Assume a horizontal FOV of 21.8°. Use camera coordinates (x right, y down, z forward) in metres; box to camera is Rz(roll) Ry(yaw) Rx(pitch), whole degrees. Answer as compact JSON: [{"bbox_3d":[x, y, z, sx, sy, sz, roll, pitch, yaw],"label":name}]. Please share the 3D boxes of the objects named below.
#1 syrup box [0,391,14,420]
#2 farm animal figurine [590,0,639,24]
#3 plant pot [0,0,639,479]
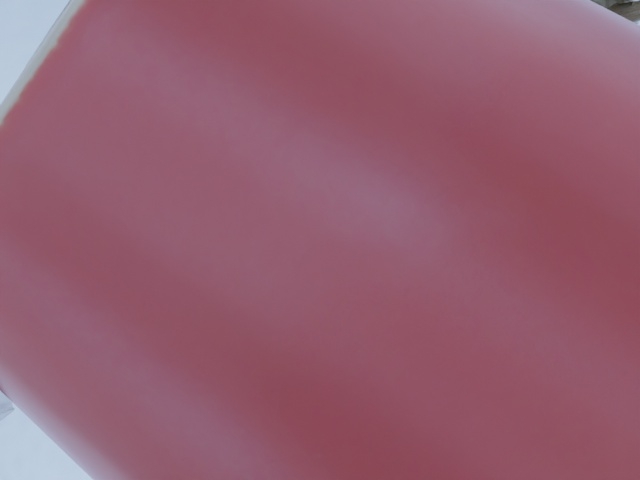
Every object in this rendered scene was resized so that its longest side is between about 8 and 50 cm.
[{"bbox_3d":[-0.250,0.010,0.726,0.093,0.096,0.237,-38,85,3],"label":"syrup box"},{"bbox_3d":[0.066,-0.284,1.058,0.172,0.326,0.330,-19,62,50],"label":"farm animal figurine"},{"bbox_3d":[0.000,0.000,0.596,0.243,0.275,0.275,34,123,-12],"label":"plant pot"}]
